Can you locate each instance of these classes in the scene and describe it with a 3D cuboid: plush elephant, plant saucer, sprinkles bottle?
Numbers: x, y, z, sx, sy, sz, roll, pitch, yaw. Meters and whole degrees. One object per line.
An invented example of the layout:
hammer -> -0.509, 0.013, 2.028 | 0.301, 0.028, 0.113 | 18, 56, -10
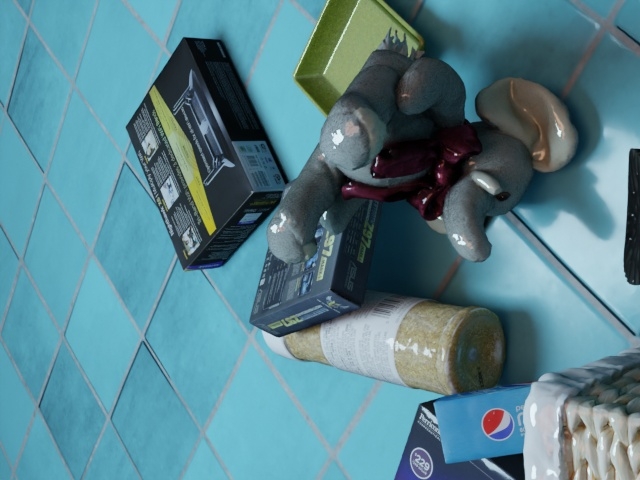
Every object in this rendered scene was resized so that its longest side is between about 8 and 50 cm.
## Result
plush elephant -> 0.129, -0.085, 1.061 | 0.255, 0.330, 0.272 | 31, 138, -2
plant saucer -> 0.059, -0.245, 1.264 | 0.188, 0.045, 0.188 | 51, 129, 31
sprinkles bottle -> 0.072, 0.126, 1.236 | 0.355, 0.121, 0.121 | 6, 99, 48

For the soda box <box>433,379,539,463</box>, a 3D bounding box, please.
soda box -> 0.238, 0.193, 1.025 | 0.210, 0.067, 0.071 | -13, 84, 15

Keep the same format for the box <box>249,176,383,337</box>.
box -> 0.000, 0.000, 1.236 | 0.183, 0.059, 0.233 | -27, 42, 48

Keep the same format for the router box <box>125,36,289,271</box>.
router box -> -0.196, -0.141, 1.537 | 0.243, 0.081, 0.309 | -44, 63, 42

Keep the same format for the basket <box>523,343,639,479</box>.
basket -> 0.364, 0.265, 0.771 | 0.266, 0.331, 0.328 | 2, 97, 46

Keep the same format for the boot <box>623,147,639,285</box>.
boot -> 0.416, -0.004, 0.813 | 0.260, 0.348, 0.131 | 3, 101, 6

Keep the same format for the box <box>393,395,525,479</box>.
box -> 0.215, 0.333, 1.120 | 0.261, 0.103, 0.184 | 34, 116, 41
